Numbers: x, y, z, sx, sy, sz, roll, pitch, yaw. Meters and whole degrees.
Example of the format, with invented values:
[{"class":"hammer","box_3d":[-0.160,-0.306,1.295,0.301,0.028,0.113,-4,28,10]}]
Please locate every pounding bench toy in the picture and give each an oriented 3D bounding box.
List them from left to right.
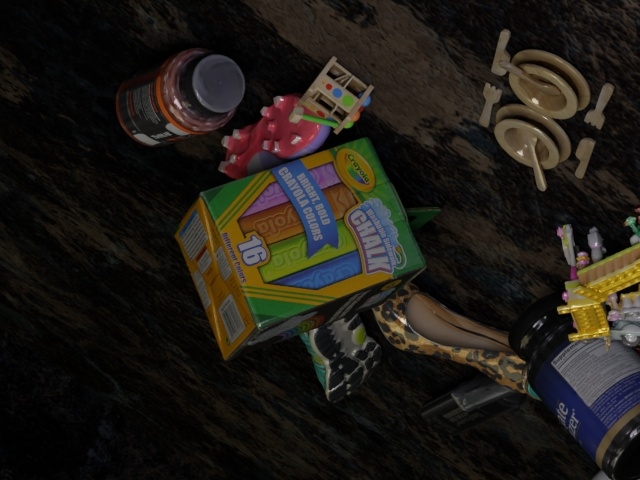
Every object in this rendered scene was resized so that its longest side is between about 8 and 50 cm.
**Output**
[{"class":"pounding bench toy","box_3d":[0.011,-0.148,1.772,0.065,0.083,0.052,37,158,-5]}]

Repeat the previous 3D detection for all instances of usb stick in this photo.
[{"class":"usb stick","box_3d":[0.220,0.238,2.327,0.077,0.045,0.278,29,159,-6]}]

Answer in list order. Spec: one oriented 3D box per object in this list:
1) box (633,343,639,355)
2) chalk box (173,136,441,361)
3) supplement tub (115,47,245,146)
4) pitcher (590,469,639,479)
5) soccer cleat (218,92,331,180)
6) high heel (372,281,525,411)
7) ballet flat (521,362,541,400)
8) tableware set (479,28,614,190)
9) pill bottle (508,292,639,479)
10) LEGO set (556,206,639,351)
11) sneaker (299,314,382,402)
[{"class":"box","box_3d":[0.426,0.178,1.895,0.094,0.027,0.137,13,137,43]},{"class":"chalk box","box_3d":[0.000,0.000,1.906,0.179,0.289,0.180,66,158,9]},{"class":"supplement tub","box_3d":[-0.167,-0.176,1.940,0.106,0.106,0.198,43,157,-20]},{"class":"pitcher","box_3d":[0.443,0.325,2.117,0.207,0.125,0.177,-16,106,50]},{"class":"soccer cleat","box_3d":[-0.038,-0.119,1.936,0.095,0.083,0.248,12,163,-27]},{"class":"high heel","box_3d":[0.184,0.103,2.086,0.261,0.093,0.186,48,138,-11]},{"class":"ballet flat","box_3d":[0.348,0.179,1.987,0.206,0.067,0.073,18,119,-10]},{"class":"tableware set","box_3d":[0.214,-0.123,1.595,0.128,0.039,0.194,30,158,12]},{"class":"pill bottle","box_3d":[0.320,0.166,1.859,0.219,0.123,0.123,50,170,36]},{"class":"LEGO set","box_3d":[0.318,0.017,1.711,0.132,0.107,0.287,0,153,-7]},{"class":"sneaker","box_3d":[0.017,0.143,2.388,0.110,0.107,0.275,43,161,35]}]
